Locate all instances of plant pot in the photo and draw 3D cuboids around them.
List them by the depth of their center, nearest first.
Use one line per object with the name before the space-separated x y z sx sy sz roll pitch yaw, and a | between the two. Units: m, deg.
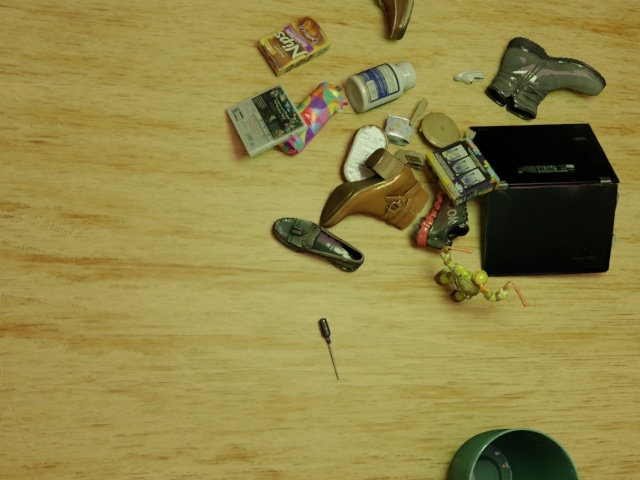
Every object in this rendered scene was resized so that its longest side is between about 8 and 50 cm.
plant pot | 0.462 0.619 1.567 0.292 0.235 0.293 3 77 -11

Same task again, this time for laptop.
laptop | 0.649 -0.129 1.848 0.381 0.236 0.408 -2 50 -3

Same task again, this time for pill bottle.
pill bottle | 0.179 -0.454 1.799 0.186 0.112 0.112 -24 84 -16

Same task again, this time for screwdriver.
screwdriver | 0.029 0.290 1.660 0.025 0.024 0.170 -17 88 -44

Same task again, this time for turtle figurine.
turtle figurine | 0.406 0.121 1.670 0.269 0.217 0.087 33 74 -4

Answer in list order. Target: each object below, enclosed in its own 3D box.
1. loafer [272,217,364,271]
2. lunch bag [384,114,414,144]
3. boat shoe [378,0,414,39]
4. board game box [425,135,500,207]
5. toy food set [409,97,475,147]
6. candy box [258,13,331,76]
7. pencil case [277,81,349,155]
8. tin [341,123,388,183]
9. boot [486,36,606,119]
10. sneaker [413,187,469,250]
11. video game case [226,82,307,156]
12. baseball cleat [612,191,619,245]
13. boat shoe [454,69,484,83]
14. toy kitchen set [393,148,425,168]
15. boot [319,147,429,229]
loafer | 0.000 0.000 1.678 0.267 0.084 0.096 24 74 -6
lunch bag | 0.230 -0.321 1.813 0.083 0.053 0.071 12 74 1
boat shoe | 0.217 -0.759 1.878 0.119 0.123 0.324 6 69 -5
board game box | 0.393 -0.192 1.722 0.141 0.048 0.170 -23 61 -4
toy food set | 0.356 -0.326 1.835 0.192 0.038 0.132 33 61 -2
candy box | -0.076 -0.569 1.801 0.186 0.053 0.109 -33 87 -15
pencil case | -0.030 -0.343 1.740 0.104 0.104 0.236 43 75 -1
tin | 0.126 -0.239 1.761 0.106 0.040 0.190 20 89 -2
boot | 0.696 -0.466 1.924 0.338 0.118 0.223 23 77 5
sneaker | 0.378 -0.085 1.754 0.135 0.098 0.276 24 74 24
video game case | -0.149 -0.332 1.691 0.173 0.022 0.190 -27 57 -3
baseball cleat | 0.872 -0.053 1.892 0.109 0.072 0.206 36 82 -10
boat shoe | 0.462 -0.503 1.911 0.100 0.035 0.035 -12 78 -21
toy kitchen set | 0.255 -0.212 1.790 0.075 0.083 0.068 -53 134 -16
boot | 0.154 -0.098 1.732 0.220 0.109 0.283 39 94 -30
